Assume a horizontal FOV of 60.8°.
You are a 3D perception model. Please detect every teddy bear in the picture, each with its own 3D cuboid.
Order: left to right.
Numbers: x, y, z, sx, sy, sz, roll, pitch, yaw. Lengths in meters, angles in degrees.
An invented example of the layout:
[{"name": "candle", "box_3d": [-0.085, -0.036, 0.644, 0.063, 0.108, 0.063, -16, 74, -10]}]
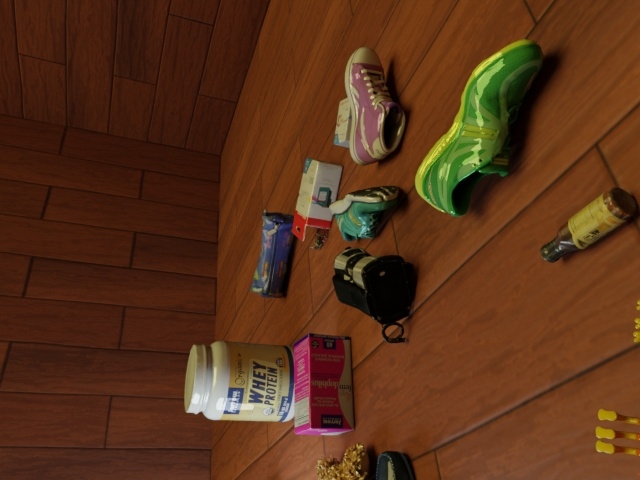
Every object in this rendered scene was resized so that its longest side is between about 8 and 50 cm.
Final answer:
[{"name": "teddy bear", "box_3d": [0.023, 0.574, 1.160, 0.338, 0.113, 0.245, 125, 150, -52]}]

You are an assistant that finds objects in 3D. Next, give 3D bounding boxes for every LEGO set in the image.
[{"name": "LEGO set", "box_3d": [0.001, 0.002, 1.600, 0.083, 0.023, 0.054, -19, 65, 54]}]

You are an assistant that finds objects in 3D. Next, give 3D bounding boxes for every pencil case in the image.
[{"name": "pencil case", "box_3d": [-0.162, 0.050, 1.877, 0.133, 0.119, 0.306, -63, -16, -79]}]

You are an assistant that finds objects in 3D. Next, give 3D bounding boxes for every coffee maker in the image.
[{"name": "coffee maker", "box_3d": [0.100, 0.106, 1.123, 0.178, 0.120, 0.171, -168, 86, -71]}]

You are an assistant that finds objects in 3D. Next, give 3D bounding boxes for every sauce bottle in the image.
[{"name": "sauce bottle", "box_3d": [0.322, -0.014, 0.667, 0.128, 0.042, 0.042, 122, 150, -53]}]

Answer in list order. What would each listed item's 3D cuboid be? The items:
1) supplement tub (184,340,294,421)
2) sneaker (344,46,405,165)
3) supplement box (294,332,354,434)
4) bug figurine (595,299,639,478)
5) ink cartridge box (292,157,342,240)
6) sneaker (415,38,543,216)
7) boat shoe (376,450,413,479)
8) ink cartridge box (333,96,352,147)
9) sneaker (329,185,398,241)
[{"name": "supplement tub", "box_3d": [-0.231, 0.419, 1.625, 0.228, 0.316, 0.228, -172, 90, -71]}, {"name": "sneaker", "box_3d": [0.138, -0.324, 1.244, 0.161, 0.102, 0.282, 166, 100, -66]}, {"name": "supplement box", "box_3d": [0.005, 0.344, 1.301, 0.114, 0.111, 0.220, 133, 140, -57]}, {"name": "bug figurine", "box_3d": [0.362, 0.141, 0.443, 0.279, 0.072, 0.216, 154, 128, -72]}, {"name": "ink cartridge box", "box_3d": [-0.013, -0.117, 1.593, 0.134, 0.078, 0.231, -143, 63, -69]}, {"name": "sneaker", "box_3d": [0.261, -0.162, 0.843, 0.123, 0.109, 0.295, 52, 133, 33]}, {"name": "boat shoe", "box_3d": [0.117, 0.505, 0.951, 0.109, 0.089, 0.258, 131, 143, -57]}, {"name": "ink cartridge box", "box_3d": [0.080, -0.316, 1.454, 0.088, 0.052, 0.122, -172, 92, -71]}, {"name": "sneaker", "box_3d": [0.107, -0.059, 1.246, 0.275, 0.107, 0.109, 153, 103, -72]}]
